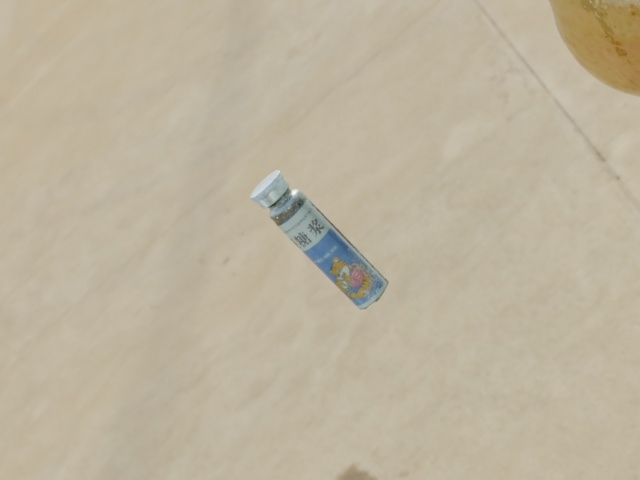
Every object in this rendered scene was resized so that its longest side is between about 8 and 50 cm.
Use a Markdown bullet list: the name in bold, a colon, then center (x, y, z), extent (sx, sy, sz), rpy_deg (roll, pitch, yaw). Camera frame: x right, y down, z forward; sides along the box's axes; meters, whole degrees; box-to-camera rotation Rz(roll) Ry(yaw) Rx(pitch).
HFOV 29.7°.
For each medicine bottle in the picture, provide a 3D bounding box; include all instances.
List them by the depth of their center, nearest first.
- **medicine bottle**: center (0.000, 0.000, 1.409), extent (0.051, 0.191, 0.051), rpy_deg (-41, 14, 13)

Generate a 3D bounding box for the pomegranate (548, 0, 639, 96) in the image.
- **pomegranate**: center (0.369, -0.306, 1.265), extent (0.342, 0.342, 0.342), rpy_deg (-35, 26, 20)
